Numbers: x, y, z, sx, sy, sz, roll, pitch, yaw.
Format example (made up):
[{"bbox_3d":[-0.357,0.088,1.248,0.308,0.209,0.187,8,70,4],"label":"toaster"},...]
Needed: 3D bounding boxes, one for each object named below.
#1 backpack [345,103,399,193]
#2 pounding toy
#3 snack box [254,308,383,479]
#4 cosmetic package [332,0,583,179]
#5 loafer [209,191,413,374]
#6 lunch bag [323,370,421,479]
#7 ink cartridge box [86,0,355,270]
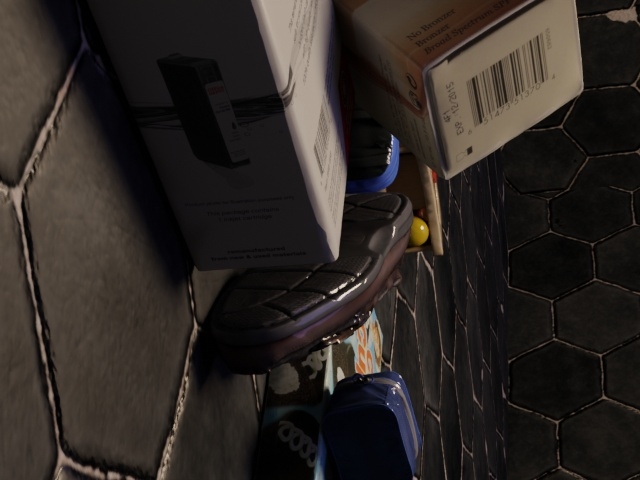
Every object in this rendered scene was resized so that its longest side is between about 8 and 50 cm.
[{"bbox_3d":[0.016,-0.090,1.212,0.101,0.120,0.098,26,59,-75],"label":"backpack"},{"bbox_3d":[0.141,-0.109,1.691,0.154,0.154,0.270,-76,158,-67],"label":"pounding toy"},{"bbox_3d":[0.005,0.159,1.201,0.187,0.060,0.322,71,19,-45],"label":"snack box"},{"bbox_3d":[0.065,-0.203,1.079,0.296,0.153,0.129,44,-18,39],"label":"cosmetic package"},{"bbox_3d":[0.010,0.049,1.077,0.302,0.109,0.095,-43,130,-57],"label":"loafer"},{"bbox_3d":[0.044,0.157,1.093,0.065,0.067,0.098,-64,142,-64],"label":"lunch bag"},{"bbox_3d":[-0.059,-0.141,0.913,0.273,0.114,0.197,74,16,-45],"label":"ink cartridge box"}]
